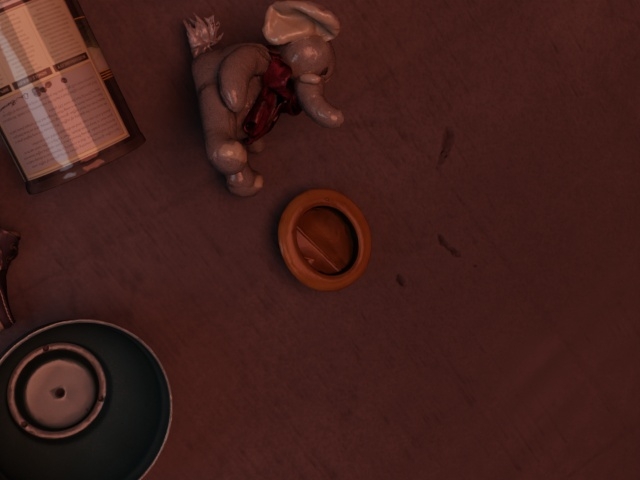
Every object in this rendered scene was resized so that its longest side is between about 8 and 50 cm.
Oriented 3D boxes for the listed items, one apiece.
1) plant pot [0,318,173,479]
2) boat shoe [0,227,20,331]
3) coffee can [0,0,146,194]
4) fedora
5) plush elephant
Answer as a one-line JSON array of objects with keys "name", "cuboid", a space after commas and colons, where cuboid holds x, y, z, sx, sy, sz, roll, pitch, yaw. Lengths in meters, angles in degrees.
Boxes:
[{"name": "plant pot", "cuboid": [-0.404, 0.259, 1.510, 0.293, 0.196, 0.293, -2, 94, -25]}, {"name": "boat shoe", "cuboid": [-0.519, 0.002, 1.492, 0.092, 0.103, 0.285, -16, 95, -19]}, {"name": "coffee can", "cuboid": [-0.421, -0.237, 1.465, 0.201, 0.201, 0.275, -29, 105, -21]}, {"name": "fedora", "cuboid": [0.000, 0.000, 1.752, 0.194, 0.079, 0.194, 1, 88, -22]}, {"name": "plush elephant", "cuboid": [-0.074, -0.258, 1.595, 0.255, 0.272, 0.330, -14, 75, 1]}]
